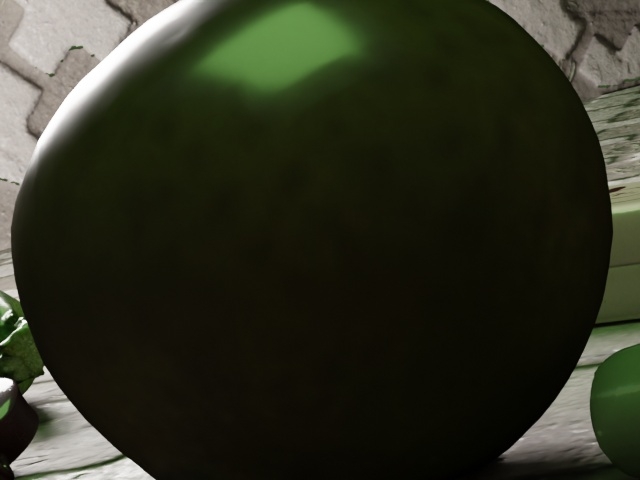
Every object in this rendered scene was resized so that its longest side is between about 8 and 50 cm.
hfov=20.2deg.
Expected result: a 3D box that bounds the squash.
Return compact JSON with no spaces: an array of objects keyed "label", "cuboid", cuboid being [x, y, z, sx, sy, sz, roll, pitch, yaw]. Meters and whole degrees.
[{"label":"squash","cuboid":[-0.284,0.075,1.323,0.101,0.101,0.378,-16,9,-29]}]

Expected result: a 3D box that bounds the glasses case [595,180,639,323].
[{"label":"glasses case","cuboid":[0.198,0.004,1.133,0.313,0.070,0.131,-9,7,28]}]

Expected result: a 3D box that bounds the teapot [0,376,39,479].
[{"label":"teapot","cuboid":[-0.193,0.115,1.034,0.068,0.045,0.100,-36,29,-7]}]

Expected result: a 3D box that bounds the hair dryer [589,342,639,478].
[{"label":"hair dryer","cuboid":[0.152,0.073,0.607,0.298,0.119,0.296,-27,4,-14]}]

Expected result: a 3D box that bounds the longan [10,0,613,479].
[{"label":"longan","cuboid":[0.000,0.000,0.803,0.258,0.258,0.258,-12,6,1]}]
